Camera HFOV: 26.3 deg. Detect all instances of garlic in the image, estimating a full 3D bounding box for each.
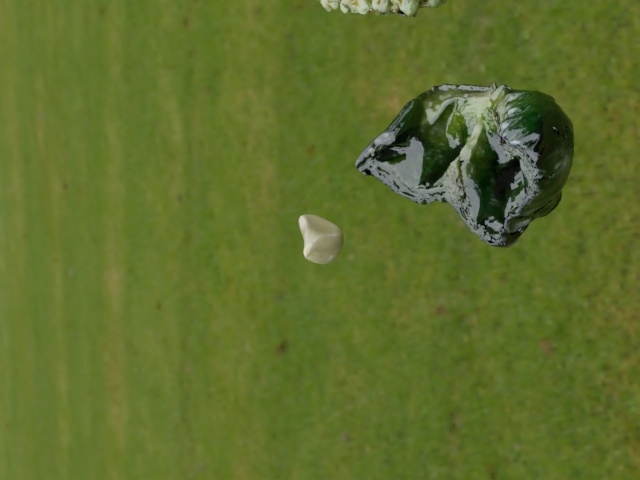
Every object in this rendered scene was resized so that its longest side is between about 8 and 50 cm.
[{"bbox_3d":[0.000,-0.001,1.578,0.083,0.053,0.041,-109,35,-57],"label":"garlic"}]

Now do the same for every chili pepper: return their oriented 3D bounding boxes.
[{"bbox_3d":[0.174,-0.085,1.423,0.116,0.148,0.264,48,162,-29],"label":"chili pepper"}]

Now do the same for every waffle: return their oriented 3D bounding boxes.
[{"bbox_3d":[0.106,-0.333,1.731,0.214,0.208,0.054,17,126,43],"label":"waffle"}]
